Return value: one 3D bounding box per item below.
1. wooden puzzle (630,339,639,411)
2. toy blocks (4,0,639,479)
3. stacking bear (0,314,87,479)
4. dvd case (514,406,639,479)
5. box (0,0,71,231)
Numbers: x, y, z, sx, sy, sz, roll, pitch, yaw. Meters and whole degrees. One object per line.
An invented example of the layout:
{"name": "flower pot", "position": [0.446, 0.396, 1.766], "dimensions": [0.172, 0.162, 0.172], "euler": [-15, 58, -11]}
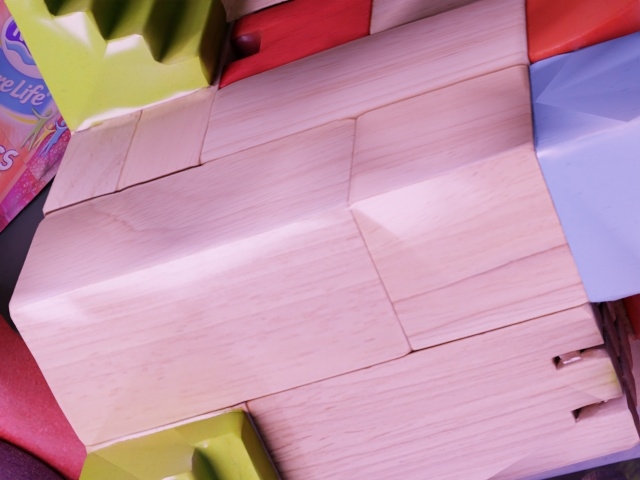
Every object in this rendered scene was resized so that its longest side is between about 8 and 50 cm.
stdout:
{"name": "wooden puzzle", "position": [0.199, 0.021, 0.542], "dimensions": [0.221, 0.044, 0.238], "euler": [-24, 31, 6]}
{"name": "toy blocks", "position": [0.066, -0.054, 0.607], "dimensions": [0.261, 0.191, 0.381], "euler": [-16, 28, 15]}
{"name": "stacking bear", "position": [-0.142, 0.174, 0.586], "dimensions": [0.164, 0.175, 0.289], "euler": [-37, 32, 37]}
{"name": "dvd case", "position": [0.025, 0.143, 0.586], "dimensions": [0.180, 0.022, 0.253], "euler": [-22, 32, 25]}
{"name": "box", "position": [-0.264, -0.141, 1.057], "dimensions": [0.300, 0.154, 0.142], "euler": [34, 74, 33]}
